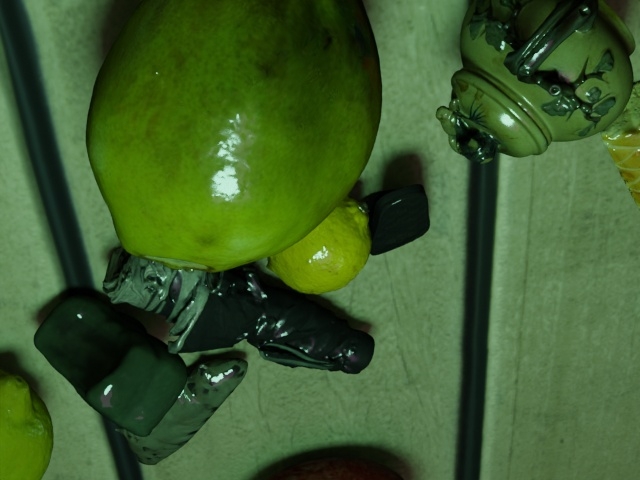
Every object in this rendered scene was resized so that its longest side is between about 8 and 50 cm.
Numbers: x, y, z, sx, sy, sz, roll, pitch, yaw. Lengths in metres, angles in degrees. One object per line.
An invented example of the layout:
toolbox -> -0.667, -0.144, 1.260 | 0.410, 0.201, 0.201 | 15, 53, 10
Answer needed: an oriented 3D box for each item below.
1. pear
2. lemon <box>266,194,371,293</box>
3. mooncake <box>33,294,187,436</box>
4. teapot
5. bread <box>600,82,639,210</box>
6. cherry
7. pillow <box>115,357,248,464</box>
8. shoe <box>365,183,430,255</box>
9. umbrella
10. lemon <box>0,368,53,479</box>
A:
pear -> -0.076, -0.114, 1.382 | 0.269, 0.269, 0.321 | 8, 119, -20
lemon -> 0.000, 0.000, 1.634 | 0.133, 0.109, 0.109 | -33, 135, 24
mooncake -> -0.233, 0.133, 1.704 | 0.104, 0.175, 0.168 | -55, 171, 3
teapot -> 0.189, -0.148, 1.416 | 0.182, 0.173, 0.269 | -49, 176, -5
bread -> 0.376, -0.095, 1.627 | 0.125, 0.068, 0.188 | -22, 139, 15
cherry -> 0.009, 0.381, 2.030 | 0.239, 0.206, 0.239 | 23, 145, 17
pillow -> -0.181, 0.207, 1.887 | 0.093, 0.051, 0.241 | 18, 135, -29
shoe -> 0.079, -0.036, 1.652 | 0.071, 0.049, 0.179 | -19, 163, -6
umbrella -> -0.076, 0.083, 1.720 | 0.357, 0.106, 0.113 | 26, 123, -35
lemon -> -0.414, 0.241, 1.783 | 0.184, 0.184, 0.248 | 28, 127, -36
